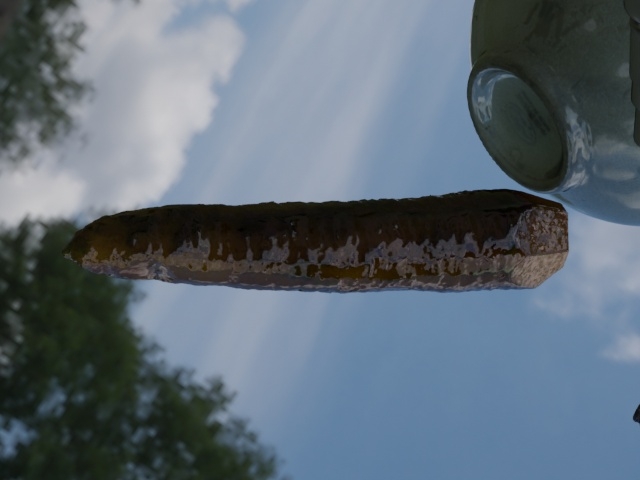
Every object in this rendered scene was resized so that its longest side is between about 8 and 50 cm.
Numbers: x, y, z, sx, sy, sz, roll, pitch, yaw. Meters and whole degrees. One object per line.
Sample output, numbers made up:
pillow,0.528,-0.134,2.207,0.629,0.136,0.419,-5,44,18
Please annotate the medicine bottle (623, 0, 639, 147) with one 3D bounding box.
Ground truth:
medicine bottle,0.220,-0.146,0.995,0.061,0.221,0.092,-21,-140,-23

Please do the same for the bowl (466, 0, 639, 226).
bowl,0.201,-0.116,1.280,0.146,0.313,0.313,-32,-168,-22

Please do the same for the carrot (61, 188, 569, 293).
carrot,0.000,0.000,1.030,0.066,0.314,0.066,180,-90,-75

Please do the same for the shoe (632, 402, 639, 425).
shoe,0.288,0.099,0.894,0.137,0.245,0.095,-41,143,-41
